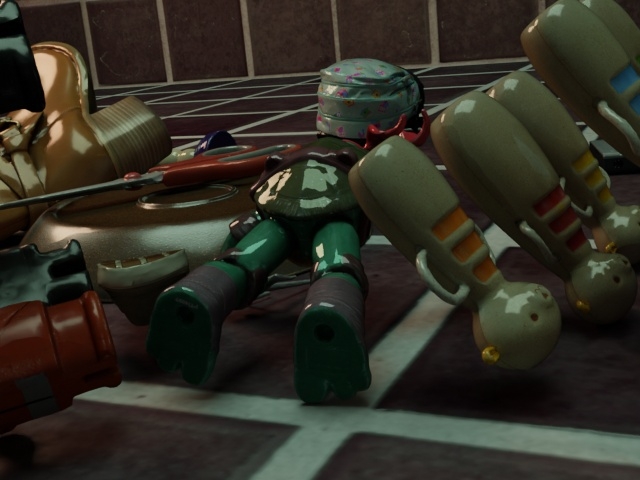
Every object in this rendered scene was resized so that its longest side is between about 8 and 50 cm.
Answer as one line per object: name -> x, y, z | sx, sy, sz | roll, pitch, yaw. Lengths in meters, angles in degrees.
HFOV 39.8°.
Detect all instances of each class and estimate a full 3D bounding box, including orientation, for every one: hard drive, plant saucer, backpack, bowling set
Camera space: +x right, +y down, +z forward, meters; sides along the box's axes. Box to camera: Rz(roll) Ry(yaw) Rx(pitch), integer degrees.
hard drive -> 0.354, -0.091, 0.913 | 0.135, 0.022, 0.094 | -3, 15, 9
plant saucer -> -0.112, -0.019, 0.764 | 0.310, 0.050, 0.310 | -6, 14, 1
backpack -> 0.059, -0.199, 1.260 | 0.151, 0.115, 0.182 | 4, 20, 24
bowling set -> 0.164, -0.054, 0.465 | 0.200, 0.154, 0.287 | -42, -4, 35

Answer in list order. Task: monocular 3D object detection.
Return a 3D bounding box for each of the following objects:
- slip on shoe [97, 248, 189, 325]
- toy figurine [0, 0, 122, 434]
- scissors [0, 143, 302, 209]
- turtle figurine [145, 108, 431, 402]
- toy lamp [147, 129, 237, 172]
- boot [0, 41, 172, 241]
slip on shoe -> -0.102, 0.029, 0.520 | 0.051, 0.041, 0.135 | -9, 0, -12
toy figurine -> -0.200, -0.009, 0.439 | 0.148, 0.210, 0.213 | -16, 16, -15
scissors -> -0.143, -0.056, 0.777 | 0.109, 0.021, 0.297 | 11, 20, 43
turtle figurine -> 0.000, 0.000, 0.525 | 0.175, 0.118, 0.234 | -11, 21, 24
toy lamp -> -0.228, -0.094, 1.035 | 0.274, 0.080, 0.080 | 1, 16, 25
boot -> -0.321, -0.103, 0.937 | 0.220, 0.109, 0.283 | -34, 54, -30
